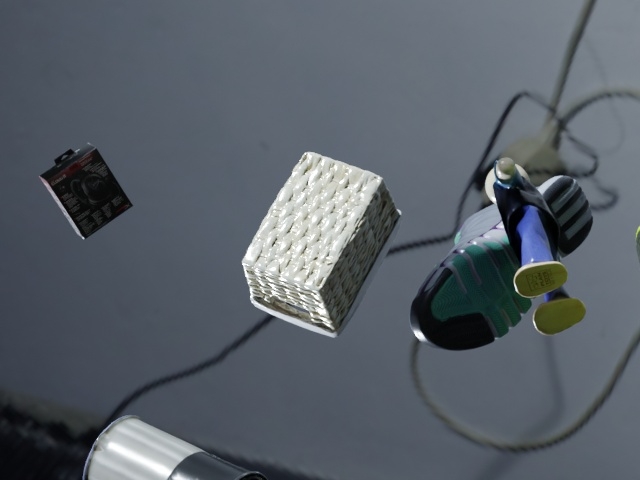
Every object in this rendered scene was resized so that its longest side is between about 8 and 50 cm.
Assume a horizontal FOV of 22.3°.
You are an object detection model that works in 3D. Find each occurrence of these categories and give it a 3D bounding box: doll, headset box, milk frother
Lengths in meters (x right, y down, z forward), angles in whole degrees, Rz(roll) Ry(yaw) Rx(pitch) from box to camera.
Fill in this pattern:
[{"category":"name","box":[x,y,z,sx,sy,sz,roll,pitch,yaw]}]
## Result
[{"category":"doll","box":[0.164,-0.010,1.283,0.046,0.189,0.129,-24,119,10]},{"category":"headset box","box":[-0.240,-0.054,1.646,0.083,0.062,0.032,59,166,-23]},{"category":"milk frother","box":[-0.130,0.237,1.313,0.135,0.143,0.129,19,139,32]}]

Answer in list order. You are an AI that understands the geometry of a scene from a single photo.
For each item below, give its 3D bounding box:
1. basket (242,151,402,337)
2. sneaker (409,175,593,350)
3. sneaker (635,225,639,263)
[{"category":"basket","box":[0.000,0.000,1.754,0.113,0.167,0.103,20,156,23]},{"category":"sneaker","box":[0.136,0.025,1.381,0.098,0.224,0.083,-7,113,51]},{"category":"sneaker","box":[0.304,-0.017,1.072,0.295,0.124,0.109,115,141,-54]}]
